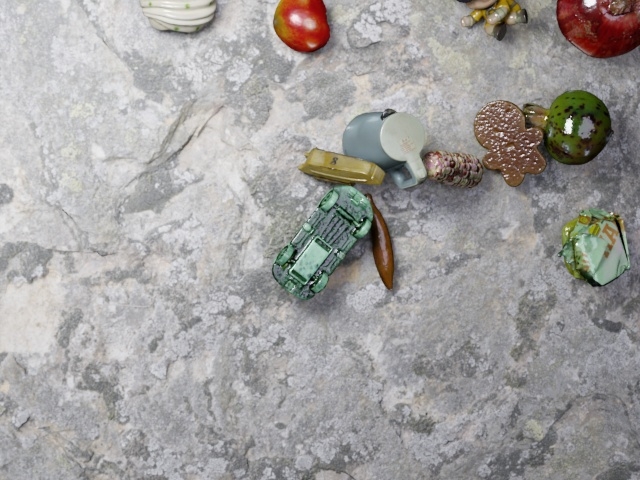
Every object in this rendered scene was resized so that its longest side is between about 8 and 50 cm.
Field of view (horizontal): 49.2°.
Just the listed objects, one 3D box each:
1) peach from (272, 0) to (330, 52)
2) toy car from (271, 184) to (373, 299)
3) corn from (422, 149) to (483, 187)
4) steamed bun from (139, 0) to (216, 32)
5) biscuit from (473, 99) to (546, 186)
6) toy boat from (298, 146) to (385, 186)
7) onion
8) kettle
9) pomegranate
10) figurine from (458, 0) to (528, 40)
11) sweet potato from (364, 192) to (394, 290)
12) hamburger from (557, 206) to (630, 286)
[{"bbox_3d":[-0.048,-0.531,1.728,0.151,0.151,0.118,0,50,-14],"label":"peach"},{"bbox_3d":[0.000,0.000,1.768,0.136,0.125,0.306,39,83,-15],"label":"toy car"},{"bbox_3d":[0.334,-0.182,1.791,0.280,0.092,0.092,-2,96,-54],"label":"corn"},{"bbox_3d":[-0.330,-0.566,1.629,0.182,0.106,0.183,-9,123,-15],"label":"steamed bun"},{"bbox_3d":[0.507,-0.266,1.883,0.179,0.039,0.236,-28,95,24],"label":"biscuit"},{"bbox_3d":[0.054,-0.176,1.752,0.226,0.088,0.068,14,67,23],"label":"toy boat"},{"bbox_3d":[0.763,-0.624,1.842,0.276,0.276,0.276,-1,95,-14],"label":"onion"},{"bbox_3d":[0.172,-0.222,1.734,0.159,0.243,0.211,-25,101,-11],"label":"kettle"},{"bbox_3d":[0.663,-0.312,1.891,0.247,0.202,0.202,13,91,16],"label":"pomegranate"},{"bbox_3d":[0.419,-0.650,1.806,0.257,0.192,0.167,42,56,-36],"label":"figurine"},{"bbox_3d":[0.160,0.003,1.846,0.057,0.057,0.265,-11,93,-13],"label":"sweet potato"},{"bbox_3d":[0.750,0.022,1.960,0.235,0.125,0.214,-23,94,-15],"label":"hamburger"}]
